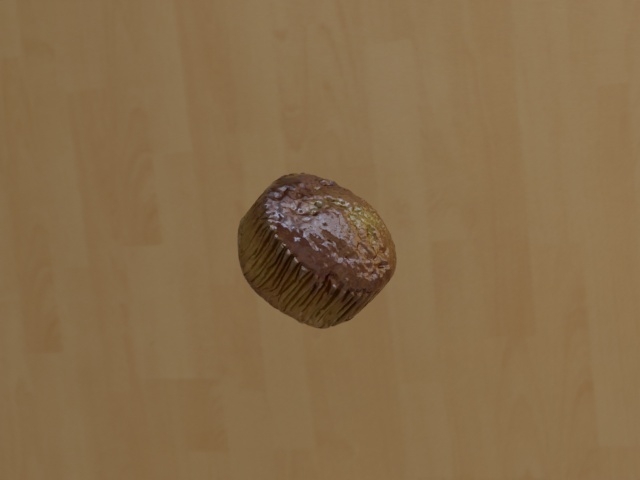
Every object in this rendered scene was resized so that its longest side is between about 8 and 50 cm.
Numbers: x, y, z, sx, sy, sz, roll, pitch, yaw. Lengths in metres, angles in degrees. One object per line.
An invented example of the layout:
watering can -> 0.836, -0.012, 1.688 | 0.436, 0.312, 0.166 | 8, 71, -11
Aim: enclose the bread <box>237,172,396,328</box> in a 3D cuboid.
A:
bread -> 0.000, 0.000, 0.569 | 0.085, 0.085, 0.053 | 43, 122, 10
